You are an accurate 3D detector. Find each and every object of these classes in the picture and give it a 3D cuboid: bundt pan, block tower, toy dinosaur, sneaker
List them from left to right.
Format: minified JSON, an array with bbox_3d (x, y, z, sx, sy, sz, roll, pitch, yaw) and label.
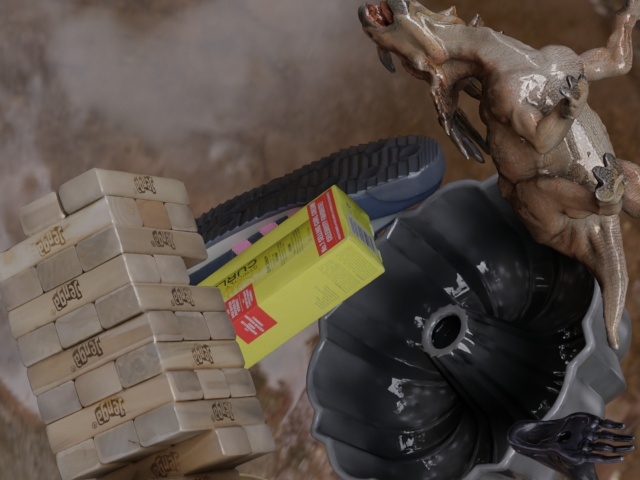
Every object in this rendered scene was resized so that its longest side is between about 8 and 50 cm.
[{"bbox_3d":[-0.079,0.133,0.944,0.091,0.097,0.335,-26,76,26],"label":"block tower"},{"bbox_3d":[0.000,0.000,1.688,0.131,0.319,0.112,58,27,-22],"label":"sneaker"},{"bbox_3d":[0.150,0.108,1.579,0.124,0.331,0.331,36,56,-38],"label":"bundt pan"},{"bbox_3d":[0.161,-0.065,1.243,0.127,0.200,0.295,-20,89,-37],"label":"toy dinosaur"}]

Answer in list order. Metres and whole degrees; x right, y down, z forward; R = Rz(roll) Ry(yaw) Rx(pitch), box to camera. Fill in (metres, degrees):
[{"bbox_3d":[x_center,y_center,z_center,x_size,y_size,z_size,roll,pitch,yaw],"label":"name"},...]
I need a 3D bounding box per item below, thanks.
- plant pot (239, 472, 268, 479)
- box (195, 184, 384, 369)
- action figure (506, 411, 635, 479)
[{"bbox_3d":[-0.081,0.282,1.210,0.032,0.236,0.236,36,55,-40],"label":"plant pot"},{"bbox_3d":[-0.053,0.052,1.571,0.058,0.232,0.087,43,21,-35],"label":"box"},{"bbox_3d":[0.187,0.251,1.114,0.164,0.275,0.141,-42,36,-23],"label":"action figure"}]
